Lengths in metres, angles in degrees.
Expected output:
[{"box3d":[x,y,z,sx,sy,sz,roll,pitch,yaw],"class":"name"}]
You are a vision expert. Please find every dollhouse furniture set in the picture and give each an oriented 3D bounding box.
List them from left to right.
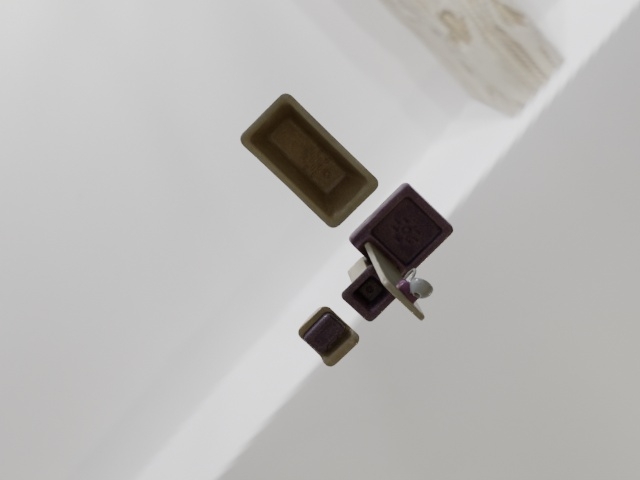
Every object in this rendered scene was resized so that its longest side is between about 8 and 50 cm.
[{"box3d":[0.000,0.000,0.728,0.091,0.081,0.114,-44,-73,7],"class":"dollhouse furniture set"}]
